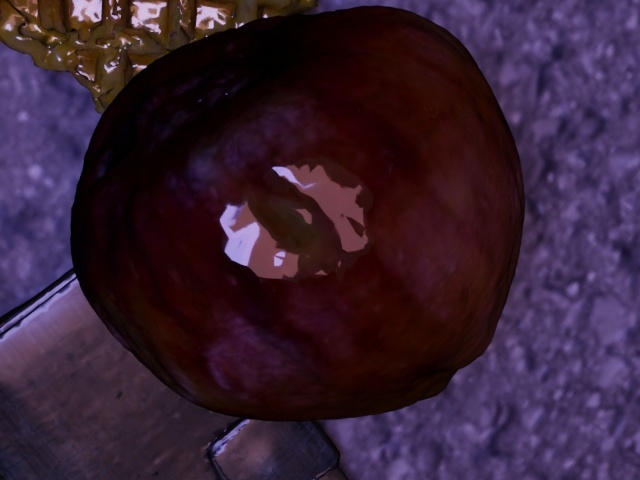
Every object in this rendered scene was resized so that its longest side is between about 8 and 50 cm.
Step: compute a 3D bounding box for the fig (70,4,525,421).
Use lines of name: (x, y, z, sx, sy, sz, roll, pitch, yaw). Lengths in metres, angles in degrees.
fig: (-0.005, -0.010, 0.641, 0.224, 0.263, 0.223, -4, 80, 21)

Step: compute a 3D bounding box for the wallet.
wallet: (-0.074, 0.154, 0.755, 0.169, 0.044, 0.317, -37, 106, -3)

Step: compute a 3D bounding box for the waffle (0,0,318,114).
waffle: (-0.103, -0.204, 0.674, 0.245, 0.052, 0.254, -44, 104, 2)
